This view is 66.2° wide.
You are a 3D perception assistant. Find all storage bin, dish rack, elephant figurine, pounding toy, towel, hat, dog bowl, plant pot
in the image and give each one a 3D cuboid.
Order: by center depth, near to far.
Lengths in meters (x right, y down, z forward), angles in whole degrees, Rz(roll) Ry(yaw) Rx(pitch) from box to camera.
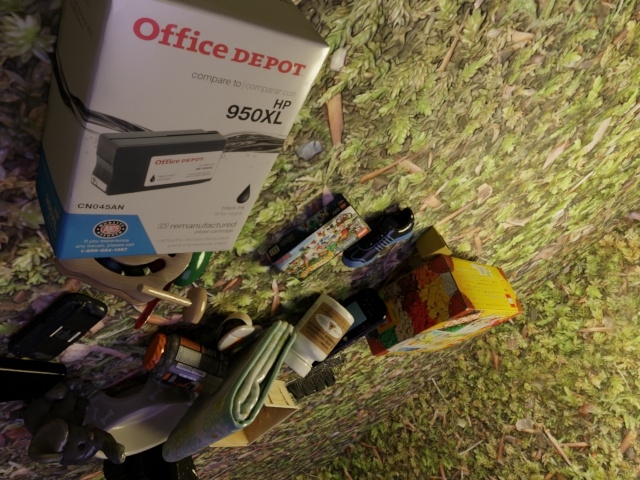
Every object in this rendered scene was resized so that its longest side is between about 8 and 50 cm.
[{"bbox_3d":[-0.294,0.018,0.813,0.269,0.154,0.155,29,155,-22],"label":"pounding toy"},{"bbox_3d":[-0.254,0.068,0.966,0.208,0.184,0.173,-33,149,2],"label":"hat"},{"bbox_3d":[-0.597,0.461,1.155,0.169,0.239,0.186,11,129,-49],"label":"elephant figurine"},{"bbox_3d":[-0.232,0.401,1.323,0.320,0.090,0.374,-41,-173,33],"label":"towel"},{"bbox_3d":[-0.518,0.509,1.427,0.348,0.102,0.349,-23,148,-15],"label":"dog bowl"},{"bbox_3d":[0.347,0.019,1.534,0.083,0.081,0.081,-33,150,15],"label":"plant pot"},{"bbox_3d":[-0.262,0.631,1.801,0.262,0.123,0.260,-38,149,10],"label":"storage bin"},{"bbox_3d":[-0.008,0.518,1.923,0.208,0.074,0.272,-16,143,-27],"label":"dish rack"}]

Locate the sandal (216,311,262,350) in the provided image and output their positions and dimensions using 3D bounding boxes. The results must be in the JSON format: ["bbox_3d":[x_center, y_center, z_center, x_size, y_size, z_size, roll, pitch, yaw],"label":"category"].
[{"bbox_3d":[-0.232,0.241,1.343,0.102,0.076,0.265,-34,170,-1],"label":"sandal"}]

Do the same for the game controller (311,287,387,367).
[{"bbox_3d":[0.062,0.276,1.558,0.319,0.166,0.067,-34,115,2],"label":"game controller"}]

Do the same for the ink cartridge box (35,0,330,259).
[{"bbox_3d":[-0.209,-0.168,0.693,0.285,0.166,0.395,-3,138,-40],"label":"ink cartridge box"}]

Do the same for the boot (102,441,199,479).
[{"bbox_3d":[-0.531,0.750,1.533,0.260,0.348,0.131,-34,129,-5],"label":"boot"}]

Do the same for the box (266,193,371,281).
[{"bbox_3d":[0.000,0.000,1.229,0.233,0.044,0.159,-37,148,8],"label":"box"}]

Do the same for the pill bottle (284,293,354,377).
[{"bbox_3d":[-0.017,0.285,1.464,0.229,0.131,0.131,-50,151,-12],"label":"pill bottle"}]

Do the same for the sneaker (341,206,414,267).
[{"bbox_3d":[0.154,-0.014,1.320,0.232,0.081,0.090,-31,147,-16],"label":"sneaker"}]

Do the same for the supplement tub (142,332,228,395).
[{"bbox_3d":[-0.342,0.310,1.242,0.190,0.117,0.117,29,118,-25],"label":"supplement tub"}]

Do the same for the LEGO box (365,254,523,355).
[{"bbox_3d":[0.428,0.242,1.734,0.372,0.193,0.500,-36,151,31],"label":"LEGO box"}]

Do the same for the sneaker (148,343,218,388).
[{"bbox_3d":[-0.359,0.339,1.350,0.130,0.087,0.227,-44,150,15],"label":"sneaker"}]

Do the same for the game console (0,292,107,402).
[{"bbox_3d":[-0.595,0.235,1.036,0.361,0.044,0.213,-37,150,9],"label":"game console"}]
